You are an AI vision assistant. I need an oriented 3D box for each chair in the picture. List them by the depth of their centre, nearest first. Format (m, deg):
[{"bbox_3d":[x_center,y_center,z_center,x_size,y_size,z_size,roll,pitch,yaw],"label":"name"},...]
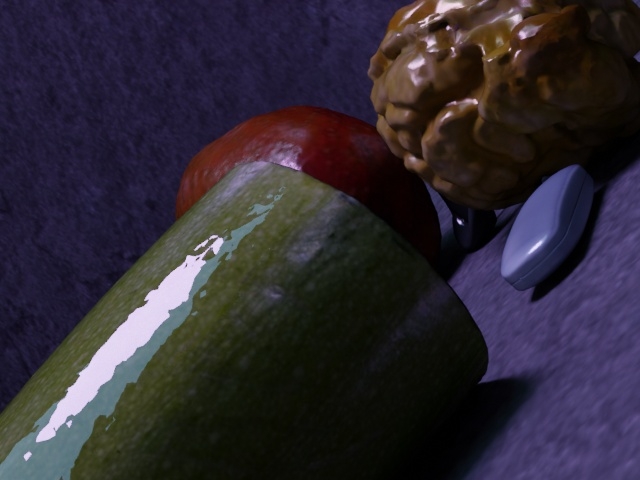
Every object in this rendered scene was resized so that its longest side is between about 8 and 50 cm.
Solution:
[{"bbox_3d":[0.198,-0.098,1.674,0.221,0.095,0.104,-48,-6,-13],"label":"chair"}]

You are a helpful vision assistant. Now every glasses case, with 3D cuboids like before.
[{"bbox_3d":[0.194,-0.013,1.328,0.067,0.045,0.178,-44,6,28],"label":"glasses case"}]

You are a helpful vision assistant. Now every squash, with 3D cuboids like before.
[{"bbox_3d":[-0.091,0.157,1.133,0.384,0.263,0.263,-49,6,-21],"label":"squash"}]

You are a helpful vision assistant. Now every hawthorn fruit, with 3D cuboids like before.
[{"bbox_3d":[0.000,0.000,1.703,0.285,0.285,0.369,-47,25,-12],"label":"hawthorn fruit"}]

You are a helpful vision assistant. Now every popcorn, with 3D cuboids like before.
[{"bbox_3d":[0.196,-0.153,1.491,0.265,0.225,0.332,-25,6,-19],"label":"popcorn"}]
